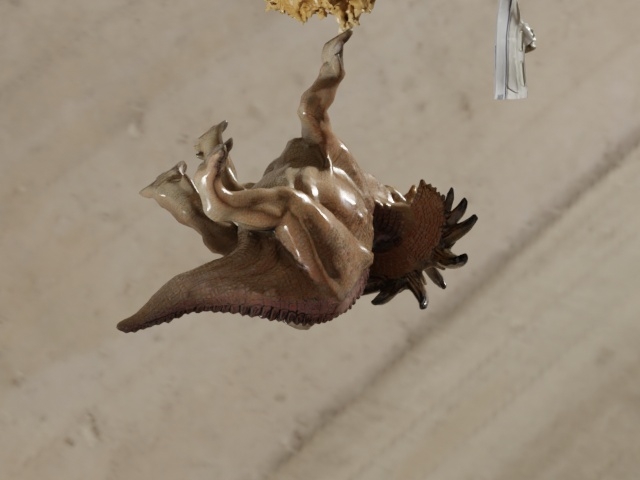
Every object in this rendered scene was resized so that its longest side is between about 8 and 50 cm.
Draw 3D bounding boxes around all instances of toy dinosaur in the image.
[{"bbox_3d":[0.000,0.000,1.165,0.200,0.127,0.295,52,-138,-10],"label":"toy dinosaur"}]

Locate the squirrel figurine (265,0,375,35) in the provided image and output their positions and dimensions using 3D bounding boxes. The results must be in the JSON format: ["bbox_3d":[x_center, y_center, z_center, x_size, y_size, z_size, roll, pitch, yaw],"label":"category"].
[{"bbox_3d":[-0.053,-0.357,1.336,0.397,0.370,0.281,41,-63,-14],"label":"squirrel figurine"}]

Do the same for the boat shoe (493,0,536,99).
[{"bbox_3d":[0.165,-0.168,1.474,0.035,0.035,0.100,2,-98,0],"label":"boat shoe"}]
